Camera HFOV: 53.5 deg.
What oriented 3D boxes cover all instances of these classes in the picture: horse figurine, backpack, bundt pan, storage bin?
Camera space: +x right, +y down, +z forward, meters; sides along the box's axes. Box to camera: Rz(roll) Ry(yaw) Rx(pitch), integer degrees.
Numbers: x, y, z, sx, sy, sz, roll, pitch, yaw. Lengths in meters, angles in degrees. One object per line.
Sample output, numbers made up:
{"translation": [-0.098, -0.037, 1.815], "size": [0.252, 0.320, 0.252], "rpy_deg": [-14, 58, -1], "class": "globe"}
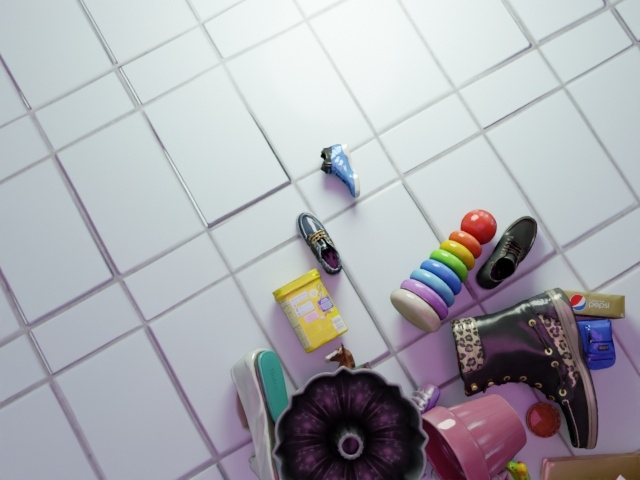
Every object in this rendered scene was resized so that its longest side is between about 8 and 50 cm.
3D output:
{"translation": [0.058, 0.400, 1.512], "size": [0.174, 0.066, 0.263], "rpy_deg": [-35, 82, -2], "class": "horse figurine"}
{"translation": [0.659, 0.254, 1.537], "size": [0.097, 0.101, 0.120], "rpy_deg": [-4, 85, 4], "class": "backpack"}
{"translation": [0.063, 0.437, 1.382], "size": [0.330, 0.124, 0.331], "rpy_deg": [0, 83, -1], "class": "bundt pan"}
{"translation": [0.654, 0.562, 1.405], "size": [0.260, 0.262, 0.123], "rpy_deg": [-3, 83, -2], "class": "storage bin"}

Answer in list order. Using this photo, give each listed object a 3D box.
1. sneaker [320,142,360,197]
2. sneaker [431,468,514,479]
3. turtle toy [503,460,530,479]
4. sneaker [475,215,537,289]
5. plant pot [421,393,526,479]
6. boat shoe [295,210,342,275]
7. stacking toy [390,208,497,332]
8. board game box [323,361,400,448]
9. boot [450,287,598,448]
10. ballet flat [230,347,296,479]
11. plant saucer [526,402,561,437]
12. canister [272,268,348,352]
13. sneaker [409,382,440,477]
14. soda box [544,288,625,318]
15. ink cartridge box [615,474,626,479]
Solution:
{"translation": [0.045, -0.171, 1.604], "size": [0.084, 0.058, 0.152], "rpy_deg": [-13, 77, -10], "class": "sneaker"}
{"translation": [0.379, 0.559, 1.447], "size": [0.252, 0.103, 0.111], "rpy_deg": [18, 98, 20], "class": "sneaker"}
{"translation": [0.449, 0.547, 1.496], "size": [0.095, 0.066, 0.130], "rpy_deg": [-23, 82, 28], "class": "turtle toy"}
{"translation": [0.476, 0.027, 1.556], "size": [0.083, 0.118, 0.222], "rpy_deg": [36, 82, 4], "class": "sneaker"}
{"translation": [0.337, 0.434, 1.384], "size": [0.180, 0.201, 0.201], "rpy_deg": [-24, 82, -16], "class": "plant pot"}
{"translation": [0.000, 0.000, 1.564], "size": [0.065, 0.083, 0.183], "rpy_deg": [-31, 83, -6], "class": "boat shoe"}
{"translation": [0.321, 0.061, 1.549], "size": [0.141, 0.141, 0.330], "rpy_deg": [40, 77, 5], "class": "stacking toy"}
{"translation": [0.093, 0.391, 1.466], "size": [0.126, 0.026, 0.186], "rpy_deg": [-24, 84, -5], "class": "board game box"}
{"translation": [0.478, 0.321, 1.495], "size": [0.284, 0.138, 0.378], "rpy_deg": [-13, 94, 7], "class": "boot"}
{"translation": [-0.119, 0.454, 1.477], "size": [0.139, 0.139, 0.400], "rpy_deg": [-15, 78, -4], "class": "ballet flat"}
{"translation": [0.542, 0.437, 1.546], "size": [0.083, 0.013, 0.084], "rpy_deg": [0, 80, -2], "class": "plant saucer"}
{"translation": [-0.023, 0.172, 1.542], "size": [0.126, 0.073, 0.170], "rpy_deg": [-28, 84, -6], "class": "canister"}
{"translation": [0.239, 0.457, 1.499], "size": [0.104, 0.095, 0.236], "rpy_deg": [23, 86, -3], "class": "sneaker"}
{"translation": [0.651, 0.158, 1.569], "size": [0.181, 0.061, 0.058], "rpy_deg": [5, 80, -1], "class": "soda box"}
{"translation": [0.617, 0.524, 1.261], "size": [0.115, 0.029, 0.063], "rpy_deg": [40, 85, 4], "class": "ink cartridge box"}
